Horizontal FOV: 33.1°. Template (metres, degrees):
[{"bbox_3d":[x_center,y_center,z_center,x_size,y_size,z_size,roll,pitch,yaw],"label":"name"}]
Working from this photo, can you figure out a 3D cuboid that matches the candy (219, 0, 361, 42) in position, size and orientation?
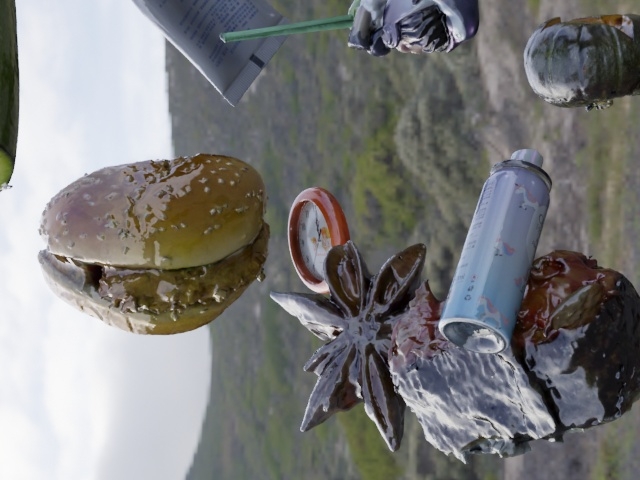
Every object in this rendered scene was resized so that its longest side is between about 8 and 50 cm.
[{"bbox_3d":[-0.010,-0.355,1.776,0.092,0.336,0.093,31,127,57],"label":"candy"}]

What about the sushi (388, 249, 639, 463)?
[{"bbox_3d":[0.220,0.127,1.202,0.343,0.182,0.196,-27,21,47],"label":"sushi"}]

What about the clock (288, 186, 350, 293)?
[{"bbox_3d":[0.000,0.000,2.048,0.205,0.051,0.205,23,117,56],"label":"clock"}]

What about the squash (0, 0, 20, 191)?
[{"bbox_3d":[-0.351,-0.160,0.909,0.189,0.189,0.260,88,171,-68],"label":"squash"}]

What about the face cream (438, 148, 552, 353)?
[{"bbox_3d":[0.188,0.002,1.117,0.075,0.075,0.229,89,-160,-61],"label":"face cream"}]

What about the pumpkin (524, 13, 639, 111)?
[{"bbox_3d":[0.460,-0.300,1.816,0.238,0.238,0.159,-81,-11,-78],"label":"pumpkin"}]

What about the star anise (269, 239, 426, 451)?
[{"bbox_3d":[0.064,0.140,1.507,0.108,0.315,0.315,40,-130,-67],"label":"star anise"}]

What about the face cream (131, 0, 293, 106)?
[{"bbox_3d":[-0.252,-0.493,2.140,0.137,0.420,0.235,-7,44,57],"label":"face cream"}]

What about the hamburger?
[{"bbox_3d":[-0.273,0.019,1.939,0.287,0.446,0.268,-118,26,-46],"label":"hamburger"}]

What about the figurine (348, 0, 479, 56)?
[{"bbox_3d":[0.156,-0.360,1.681,0.145,0.222,0.145,0,-90,-44],"label":"figurine"}]
